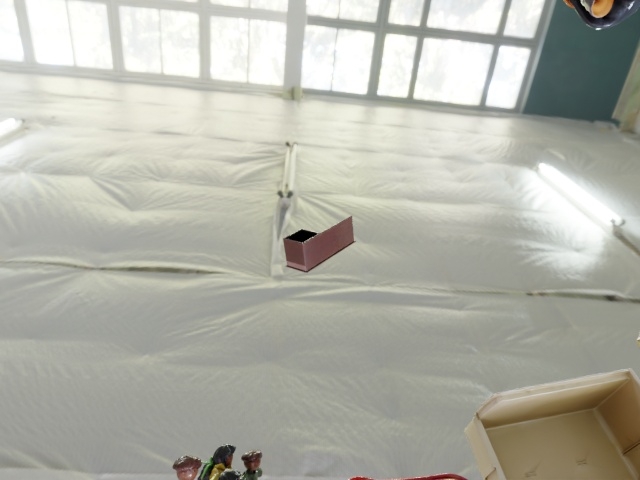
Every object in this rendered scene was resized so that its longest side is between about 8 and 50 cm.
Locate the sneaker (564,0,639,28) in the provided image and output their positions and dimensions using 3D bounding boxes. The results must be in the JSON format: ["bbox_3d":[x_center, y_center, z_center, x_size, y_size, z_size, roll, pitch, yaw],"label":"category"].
[{"bbox_3d":[0.198,-0.287,0.441,0.320,0.180,0.124,-11,162,16],"label":"sneaker"}]

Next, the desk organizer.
[{"bbox_3d":[0.000,0.000,0.768,0.047,0.050,0.130,14,-149,38],"label":"desk organizer"}]

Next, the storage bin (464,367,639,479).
[{"bbox_3d":[0.383,0.347,0.669,0.259,0.123,0.263,-5,-132,-12],"label":"storage bin"}]

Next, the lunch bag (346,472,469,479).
[{"bbox_3d":[0.102,0.367,0.516,0.292,0.120,0.258,10,-163,-26],"label":"lunch bag"}]

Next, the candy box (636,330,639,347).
[{"bbox_3d":[0.694,0.297,0.840,0.182,0.087,0.317,-1,-115,-54],"label":"candy box"}]

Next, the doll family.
[{"bbox_3d":[-0.109,0.277,0.504,0.075,0.112,0.193,3,169,2],"label":"doll family"}]
